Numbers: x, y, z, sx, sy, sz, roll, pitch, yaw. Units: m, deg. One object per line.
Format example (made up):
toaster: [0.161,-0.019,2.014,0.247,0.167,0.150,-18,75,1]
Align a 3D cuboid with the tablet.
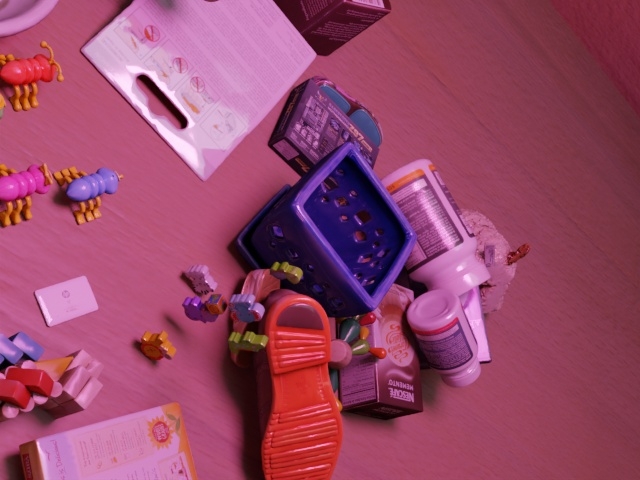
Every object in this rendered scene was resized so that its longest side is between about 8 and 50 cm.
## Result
tablet: [-0.359,0.085,1.053,0.083,0.006,0.054,-21,87,-50]

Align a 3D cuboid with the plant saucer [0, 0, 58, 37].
plant saucer: [-0.554,-0.442,1.023,0.400,0.100,0.401,23,56,-40]

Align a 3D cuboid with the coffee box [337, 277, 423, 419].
coffee box: [0.113,0.208,1.434,0.141,0.098,0.247,21,57,-41]

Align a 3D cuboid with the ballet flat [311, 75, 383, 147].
ballet flat: [0.059,-0.292,1.650,0.221,0.077,0.079,37,29,-30]

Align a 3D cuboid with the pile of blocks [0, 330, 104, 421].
pile of blocks: [-0.410,0.165,0.876,0.362,0.112,0.149,-9,79,-49]

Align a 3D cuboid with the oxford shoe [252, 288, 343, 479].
oxford shoe: [-0.045,0.255,1.200,0.129,0.132,0.364,-1,98,-21]

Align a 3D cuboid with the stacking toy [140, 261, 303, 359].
stacking toy: [-0.145,0.107,1.119,0.052,0.221,0.167,67,33,-33]

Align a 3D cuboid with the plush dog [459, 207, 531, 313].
plush dog: [0.371,0.011,1.767,0.262,0.210,0.225,32,27,-34]

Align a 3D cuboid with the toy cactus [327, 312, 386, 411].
toy cactus: [0.037,0.205,1.270,0.112,0.180,0.219,32,82,12]

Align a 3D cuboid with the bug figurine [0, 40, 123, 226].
bug figurine: [-0.409,-0.146,1.059,0.216,0.072,0.279,-36,99,-49]

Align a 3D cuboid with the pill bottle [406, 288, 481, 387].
pill bottle: [0.245,0.195,1.441,0.180,0.107,0.108,63,37,-28]

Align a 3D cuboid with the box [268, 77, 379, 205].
box: [0.013,-0.195,1.552,0.232,0.059,0.184,42,48,-27]

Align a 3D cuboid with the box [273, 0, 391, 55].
box: [0.009,-0.524,1.596,0.168,0.203,0.167,-10,79,-49]

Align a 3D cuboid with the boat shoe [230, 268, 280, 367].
boat shoe: [-0.118,0.129,1.254,0.063,0.059,0.170,30,72,-43]

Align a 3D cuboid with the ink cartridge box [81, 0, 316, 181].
ink cartridge box: [-0.219,-0.338,1.380,0.308,0.091,0.385,48,60,-21]

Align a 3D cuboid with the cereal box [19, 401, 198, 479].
cereal box: [-0.268,0.324,0.987,0.240,0.047,0.173,-1,73,-54]

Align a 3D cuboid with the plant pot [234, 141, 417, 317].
plant pot: [0.000,0.000,1.325,0.236,0.212,0.236,53,42,-15]

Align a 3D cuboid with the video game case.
video game case: [0.242,0.132,1.575,0.195,0.026,0.275,-5,69,-3]

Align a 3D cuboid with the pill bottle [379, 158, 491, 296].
pill bottle: [0.221,-0.014,1.520,0.162,0.162,0.279,-20,78,-50]
